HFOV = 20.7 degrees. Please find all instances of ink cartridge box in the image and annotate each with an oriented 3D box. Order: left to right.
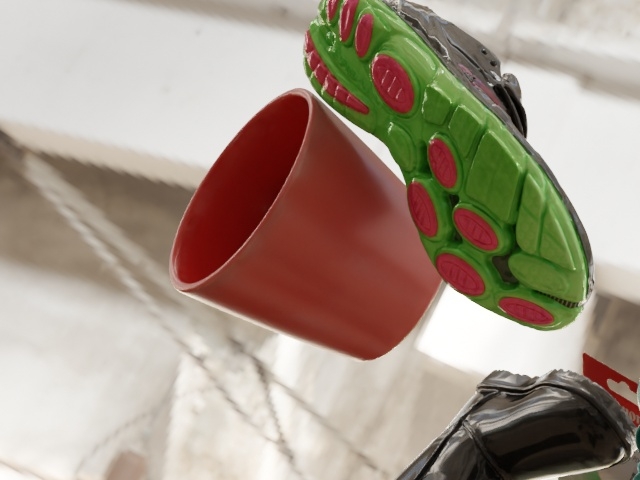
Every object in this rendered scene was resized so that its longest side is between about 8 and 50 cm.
[{"bbox_3d":[0.402,0.290,2.407,0.181,0.056,0.225,31,-45,50],"label":"ink cartridge box"}]

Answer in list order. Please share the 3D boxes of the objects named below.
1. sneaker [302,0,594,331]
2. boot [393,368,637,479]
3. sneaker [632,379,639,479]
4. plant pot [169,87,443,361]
[{"bbox_3d":[0.168,-0.113,1.884,0.483,0.202,0.185,59,-44,30],"label":"sneaker"},{"bbox_3d":[0.175,0.366,2.274,0.146,0.445,0.367,51,-18,-9],"label":"boot"},{"bbox_3d":[0.256,0.132,1.141,0.110,0.107,0.275,15,15,-11],"label":"sneaker"},{"bbox_3d":[0.000,0.000,2.028,0.243,0.275,0.275,33,-29,-21],"label":"plant pot"}]
